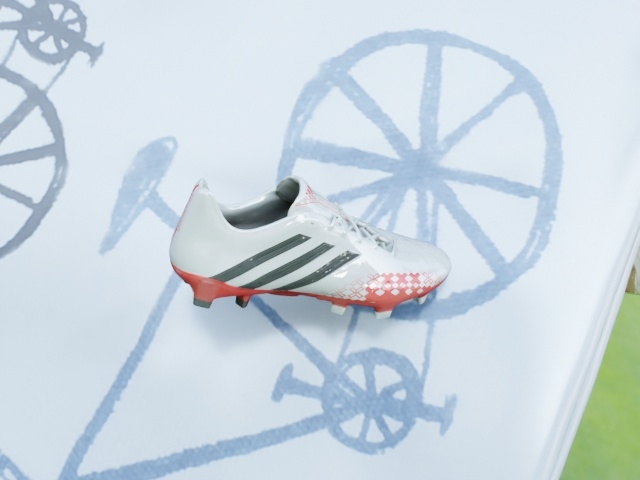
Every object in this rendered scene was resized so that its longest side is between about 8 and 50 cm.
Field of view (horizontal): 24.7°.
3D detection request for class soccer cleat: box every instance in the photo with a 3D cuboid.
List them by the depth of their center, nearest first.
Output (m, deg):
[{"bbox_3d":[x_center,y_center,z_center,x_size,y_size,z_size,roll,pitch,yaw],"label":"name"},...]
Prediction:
[{"bbox_3d":[0.000,0.000,0.397,0.083,0.035,0.029,2,26,-22],"label":"soccer cleat"}]

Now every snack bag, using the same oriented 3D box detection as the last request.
[{"bbox_3d":[-0.083,0.001,0.442,0.343,0.323,0.037,21,-10,4],"label":"snack bag"}]

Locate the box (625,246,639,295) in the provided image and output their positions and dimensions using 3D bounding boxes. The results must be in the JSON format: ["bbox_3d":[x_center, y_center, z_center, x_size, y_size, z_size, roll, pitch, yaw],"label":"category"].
[{"bbox_3d":[0.218,0.000,0.879,0.067,0.063,0.324,-10,4,-13],"label":"box"}]
